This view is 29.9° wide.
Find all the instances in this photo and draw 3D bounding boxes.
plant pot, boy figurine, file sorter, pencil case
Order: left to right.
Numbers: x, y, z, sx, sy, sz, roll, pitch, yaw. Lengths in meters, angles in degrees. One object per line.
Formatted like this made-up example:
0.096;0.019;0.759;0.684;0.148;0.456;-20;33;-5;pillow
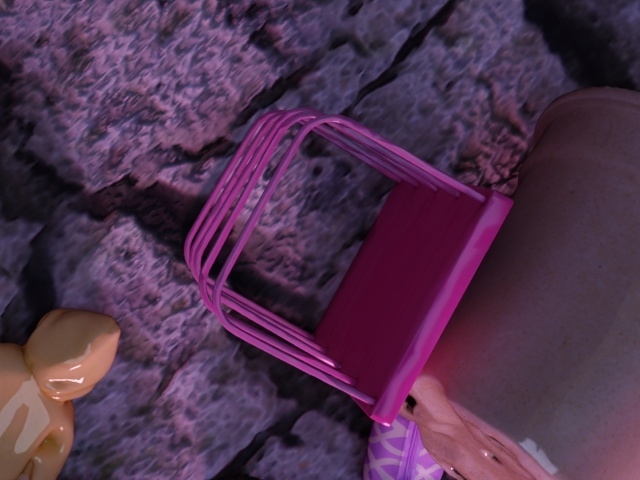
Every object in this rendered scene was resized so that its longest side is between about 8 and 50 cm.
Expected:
-0.304;0.160;1.101;0.285;0.092;0.177;-46;104;-4;boy figurine
0.000;0.000;1.049;0.182;0.291;0.202;29;90;-12;file sorter
0.098;0.167;1.195;0.086;0.088;0.206;10;96;-11;pencil case
0.238;0.091;1.060;0.334;0.334;0.305;47;73;-14;plant pot

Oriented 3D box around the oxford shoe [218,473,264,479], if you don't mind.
0.003;0.295;1.187;0.227;0.096;0.082;11;93;-16;oxford shoe
